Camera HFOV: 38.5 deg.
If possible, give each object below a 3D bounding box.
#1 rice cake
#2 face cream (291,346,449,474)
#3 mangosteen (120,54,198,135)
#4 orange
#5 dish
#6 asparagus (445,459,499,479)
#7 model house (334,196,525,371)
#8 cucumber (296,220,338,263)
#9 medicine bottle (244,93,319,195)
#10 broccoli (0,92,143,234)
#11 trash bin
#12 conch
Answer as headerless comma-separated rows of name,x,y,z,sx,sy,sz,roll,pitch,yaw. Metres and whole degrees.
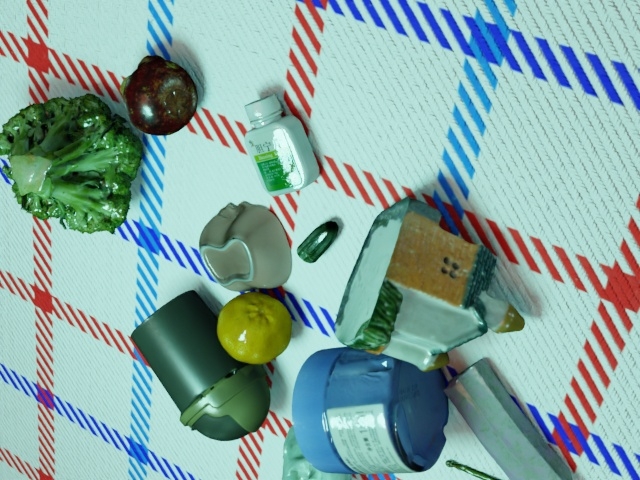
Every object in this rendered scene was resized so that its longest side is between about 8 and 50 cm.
rice cake,0.354,0.365,1.740,0.298,0.050,0.106,52,129,0
face cream,0.104,0.323,1.757,0.225,0.249,0.249,-8,108,33
mangosteen,-0.323,-0.281,1.816,0.146,0.156,0.181,39,164,-21
orange,-0.135,0.176,1.896,0.159,0.159,0.136,38,145,12
dish,-0.170,0.027,1.888,0.213,0.090,0.213,15,121,27
asparagus,0.311,0.469,1.842,0.127,0.018,0.015,17,86,25
model house,0.210,0.107,1.627,0.301,0.271,0.190,22,163,-8
cucumber,0.000,0.000,1.789,0.048,0.048,0.105,48,130,4
medicine bottle,-0.081,-0.182,1.740,0.119,0.069,0.183,-11,105,39
broccoli,-0.540,-0.151,1.925,0.321,0.283,0.303,-4,101,16
trash bin,-0.249,0.290,1.997,0.334,0.214,0.214,51,130,6
conch,-0.009,0.486,1.994,0.185,0.121,0.221,37,121,17
